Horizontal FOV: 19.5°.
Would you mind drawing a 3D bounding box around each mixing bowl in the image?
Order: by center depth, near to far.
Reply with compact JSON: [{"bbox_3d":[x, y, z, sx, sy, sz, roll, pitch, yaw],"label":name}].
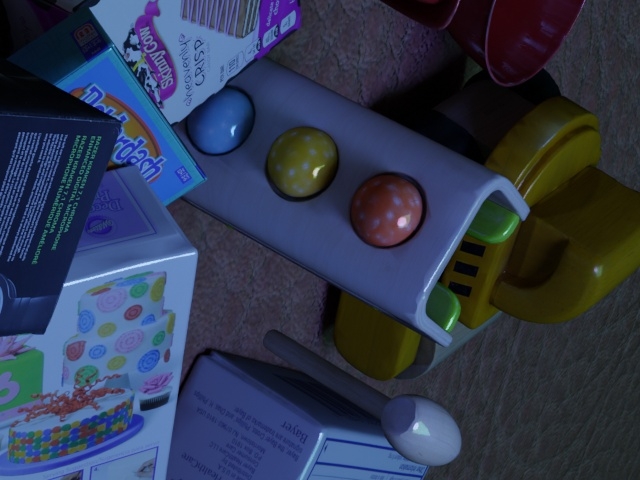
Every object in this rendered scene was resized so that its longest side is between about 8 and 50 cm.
[{"bbox_3d":[0.163,-0.239,1.677,0.181,0.098,0.181,-40,146,-35],"label":"mixing bowl"}]

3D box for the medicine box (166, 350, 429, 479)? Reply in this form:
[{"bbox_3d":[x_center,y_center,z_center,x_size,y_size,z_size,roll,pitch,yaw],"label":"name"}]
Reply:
[{"bbox_3d":[-0.060,0.274,1.732,0.289,0.149,0.263,-62,153,3],"label":"medicine box"}]

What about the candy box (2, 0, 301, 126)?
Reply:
[{"bbox_3d":[-0.111,-0.166,1.307,0.233,0.071,0.159,-41,148,-32],"label":"candy box"}]

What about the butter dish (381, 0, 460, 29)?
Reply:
[{"bbox_3d":[0.049,-0.262,1.438,0.118,0.160,0.160,7,111,-37],"label":"butter dish"}]

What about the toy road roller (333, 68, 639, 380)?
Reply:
[{"bbox_3d":[0.173,0.012,1.753,0.202,0.240,0.329,-32,148,-43],"label":"toy road roller"}]

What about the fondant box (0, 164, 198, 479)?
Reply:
[{"bbox_3d":[-0.223,0.122,1.243,0.238,0.096,0.330,-14,139,-26],"label":"fondant box"}]

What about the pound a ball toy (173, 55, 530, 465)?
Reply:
[{"bbox_3d":[0.000,0.000,1.384,0.208,0.319,0.136,-58,153,-4],"label":"pound a ball toy"}]

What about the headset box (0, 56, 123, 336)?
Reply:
[{"bbox_3d":[-0.278,-0.055,0.937,0.283,0.246,0.131,-3,118,-60],"label":"headset box"}]

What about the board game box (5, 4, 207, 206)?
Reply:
[{"bbox_3d":[-0.197,-0.036,1.211,0.210,0.047,0.160,-33,143,-1],"label":"board game box"}]
